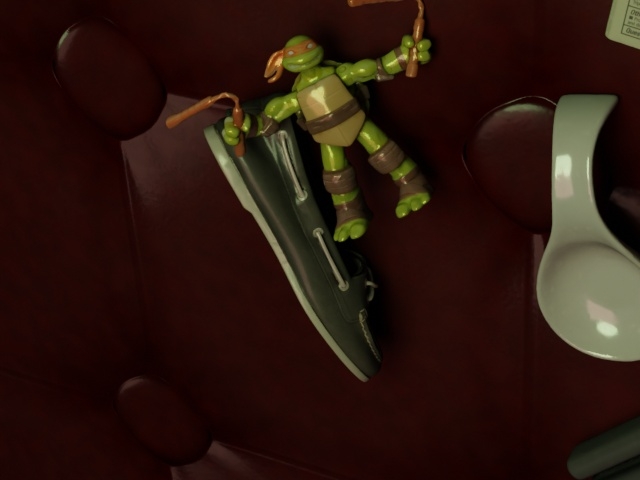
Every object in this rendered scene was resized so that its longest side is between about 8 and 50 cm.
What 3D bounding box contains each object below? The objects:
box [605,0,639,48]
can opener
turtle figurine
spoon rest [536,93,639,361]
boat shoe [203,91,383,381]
[{"bbox_3d":[0.326,-0.288,1.058,0.148,0.121,0.311,22,131,17],"label":"box"},{"bbox_3d":[0.357,0.201,1.418,0.074,0.093,0.280,48,138,-7],"label":"can opener"},{"bbox_3d":[0.005,-0.111,1.383,0.269,0.087,0.217,-26,108,4],"label":"turtle figurine"},{"bbox_3d":[0.258,0.003,1.337,0.137,0.084,0.276,3,122,31],"label":"spoon rest"},{"bbox_3d":[0.000,0.000,1.482,0.095,0.112,0.335,-29,110,5],"label":"boat shoe"}]
